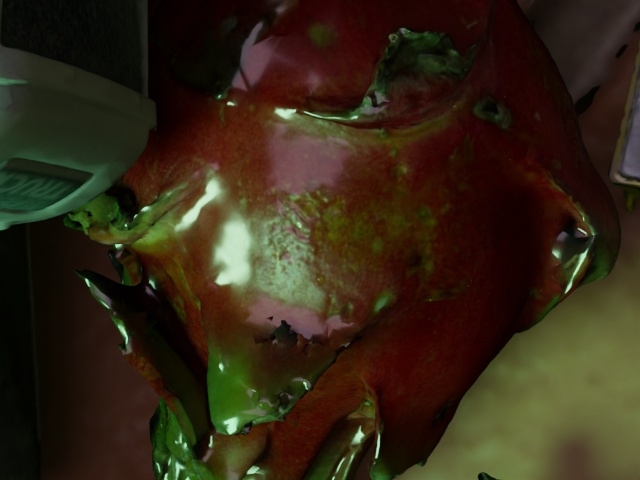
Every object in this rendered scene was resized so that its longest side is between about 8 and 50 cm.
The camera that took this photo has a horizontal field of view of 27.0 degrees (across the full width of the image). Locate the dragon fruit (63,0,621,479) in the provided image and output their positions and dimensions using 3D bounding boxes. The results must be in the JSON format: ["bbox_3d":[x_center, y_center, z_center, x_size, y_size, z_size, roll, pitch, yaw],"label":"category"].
[{"bbox_3d":[-0.020,-0.008,0.493,0.200,0.198,0.269,40,106,-6],"label":"dragon fruit"}]

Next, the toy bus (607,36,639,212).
[{"bbox_3d":[0.223,-0.032,0.475,0.226,0.074,0.081,11,90,16],"label":"toy bus"}]

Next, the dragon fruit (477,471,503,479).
[{"bbox_3d":[0.137,0.169,0.464,0.137,0.135,0.236,-38,60,16],"label":"dragon fruit"}]

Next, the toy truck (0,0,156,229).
[{"bbox_3d":[-0.229,-0.061,0.402,0.367,0.146,0.175,-9,87,14],"label":"toy truck"}]

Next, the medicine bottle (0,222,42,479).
[{"bbox_3d":[-0.203,-0.018,0.548,0.165,0.165,0.273,-6,83,15],"label":"medicine bottle"}]
